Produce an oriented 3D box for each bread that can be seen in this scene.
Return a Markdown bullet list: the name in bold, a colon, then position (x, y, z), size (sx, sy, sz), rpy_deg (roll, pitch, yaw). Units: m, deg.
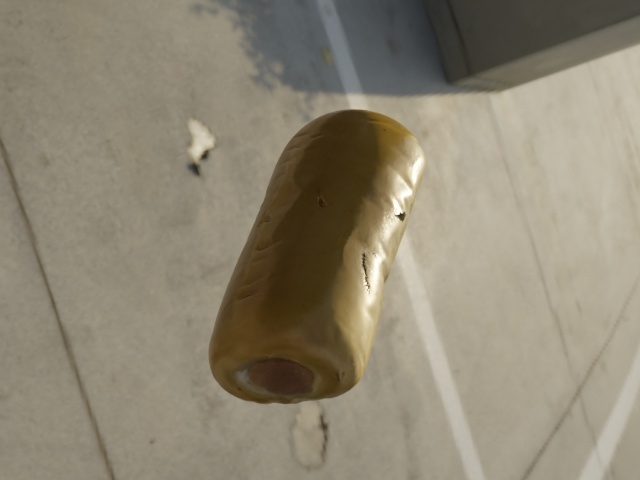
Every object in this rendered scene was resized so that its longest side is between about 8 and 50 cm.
- **bread**: position (0.000, 0.000, 0.899), size (0.305, 0.142, 0.091), rpy_deg (-71, 148, -42)
